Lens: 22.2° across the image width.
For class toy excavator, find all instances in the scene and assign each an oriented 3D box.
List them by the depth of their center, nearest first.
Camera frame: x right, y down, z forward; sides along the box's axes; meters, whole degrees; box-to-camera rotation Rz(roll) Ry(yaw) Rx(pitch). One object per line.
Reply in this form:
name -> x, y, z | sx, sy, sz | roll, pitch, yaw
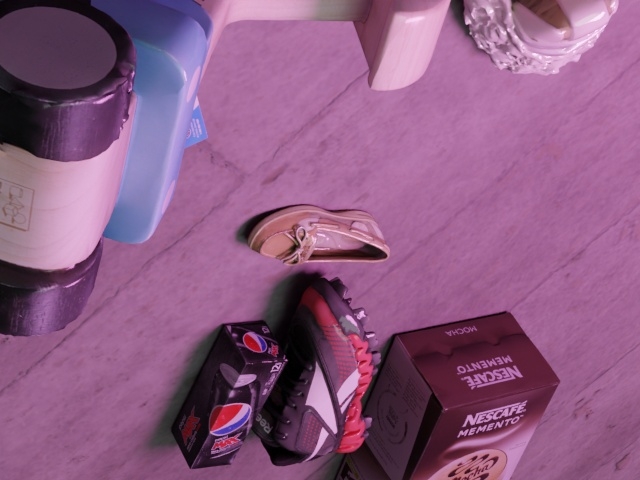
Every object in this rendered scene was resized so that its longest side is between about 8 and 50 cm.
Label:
toy excavator -> -0.143, -0.149, 1.200 | 0.433, 0.445, 0.222 | 19, 133, 2

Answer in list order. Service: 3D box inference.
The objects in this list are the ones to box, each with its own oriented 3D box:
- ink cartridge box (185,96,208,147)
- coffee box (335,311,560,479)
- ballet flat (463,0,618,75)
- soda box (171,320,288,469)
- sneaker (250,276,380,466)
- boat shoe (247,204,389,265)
ink cartridge box -> -0.164, -0.103, 1.356 | 0.122, 0.052, 0.088 | -25, 144, -10
coffee box -> 0.142, 0.237, 1.929 | 0.168, 0.119, 0.297 | -9, 138, -28
ballet flat -> 0.193, -0.251, 1.389 | 0.147, 0.147, 0.409 | -29, 145, -6
soda box -> -0.097, 0.164, 1.712 | 0.053, 0.060, 0.169 | -2, 134, -35
sneaker -> -0.015, 0.150, 1.726 | 0.135, 0.097, 0.276 | -21, 144, -20
boat shoe -> 0.000, 0.001, 1.605 | 0.153, 0.048, 0.056 | 2, 132, -39
